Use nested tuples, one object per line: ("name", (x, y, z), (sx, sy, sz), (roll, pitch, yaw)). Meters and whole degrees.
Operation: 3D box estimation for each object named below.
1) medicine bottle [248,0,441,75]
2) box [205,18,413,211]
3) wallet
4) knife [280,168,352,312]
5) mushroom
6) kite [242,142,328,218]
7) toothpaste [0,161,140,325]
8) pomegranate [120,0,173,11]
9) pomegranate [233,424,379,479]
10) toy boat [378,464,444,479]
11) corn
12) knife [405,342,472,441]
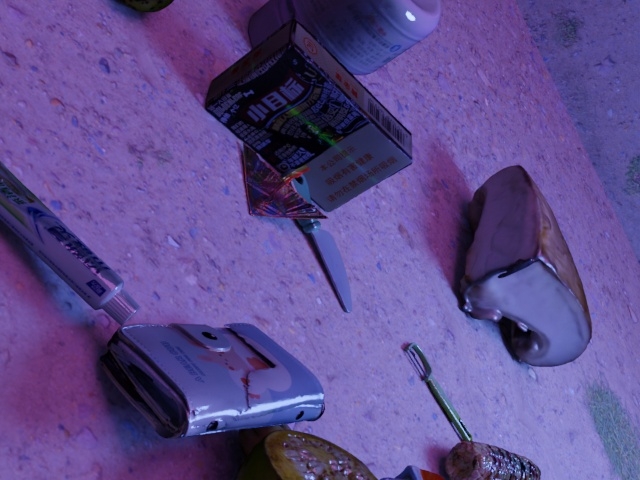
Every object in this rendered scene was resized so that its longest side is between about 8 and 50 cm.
("medicine bottle", (0.040, -0.416, 1.778), (0.241, 0.302, 0.241), (35, 40, -36))
("box", (-0.012, -0.200, 1.620), (0.310, 0.198, 0.084), (39, 37, -31))
("wallet", (-0.129, 0.170, 1.192), (0.176, 0.075, 0.250), (38, 19, 33))
("knife", (0.001, -0.001, 1.641), (0.063, 0.034, 0.260), (-29, 94, -59))
("mushroom", (0.454, 0.032, 2.087), (0.313, 0.224, 0.397), (40, 35, -26))
("kite", (-0.067, -0.086, 1.582), (0.190, 0.010, 0.159), (42, 49, -1))
("toothpaste", (-0.327, -0.015, 1.130), (0.297, 0.048, 0.075), (45, 32, -3))
("pomegranate", (-0.284, -0.425, 1.509), (0.161, 0.122, 0.122), (32, 31, 7))
("pomegranate", (-0.046, 0.325, 1.189), (0.241, 0.159, 0.190), (39, 16, 20))
("toy boat", (0.115, 0.478, 1.306), (0.133, 0.145, 0.332), (11, 50, -24))
("corn", (0.307, 0.404, 1.695), (0.253, 0.086, 0.086), (24, 46, -48))
("knife", (0.216, 0.272, 1.739), (0.212, 0.015, 0.054), (58, 23, -3))
